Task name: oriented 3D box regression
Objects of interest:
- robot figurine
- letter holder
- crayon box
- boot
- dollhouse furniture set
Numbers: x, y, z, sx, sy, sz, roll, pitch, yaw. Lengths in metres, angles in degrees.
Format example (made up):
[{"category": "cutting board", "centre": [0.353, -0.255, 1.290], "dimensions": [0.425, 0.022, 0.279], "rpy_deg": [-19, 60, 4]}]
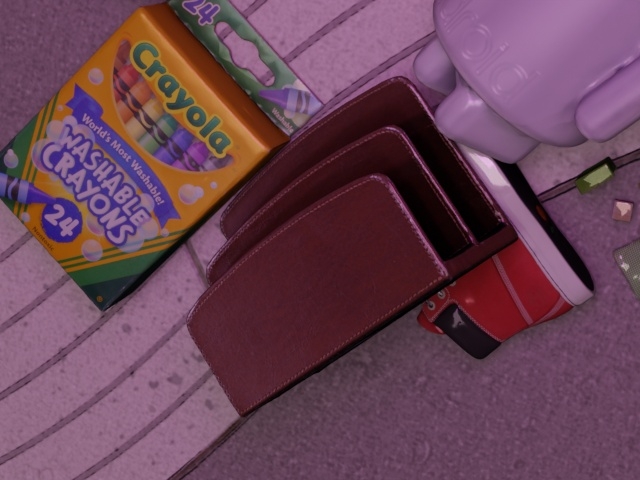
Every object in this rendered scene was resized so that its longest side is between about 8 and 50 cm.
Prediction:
[{"category": "robot figurine", "centre": [0.244, -0.224, 1.312], "dimensions": [0.353, 0.200, 0.300], "rpy_deg": [-45, 49, 29]}, {"category": "letter holder", "centre": [0.000, 0.000, 1.430], "dimensions": [0.302, 0.152, 0.214], "rpy_deg": [-36, 84, 36]}, {"category": "crayon box", "centre": [-0.183, -0.105, 1.537], "dimensions": [0.323, 0.083, 0.203], "rpy_deg": [-43, 89, 19]}, {"category": "boot", "centre": [0.141, -0.002, 1.471], "dimensions": [0.176, 0.088, 0.244], "rpy_deg": [-32, 96, 21]}, {"category": "dollhouse furniture set", "centre": [0.313, -0.010, 1.432], "dimensions": [0.076, 0.058, 0.151], "rpy_deg": [-30, 93, 20]}]
